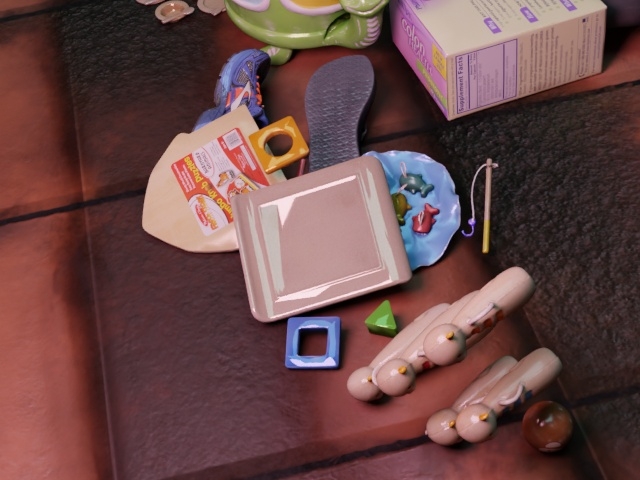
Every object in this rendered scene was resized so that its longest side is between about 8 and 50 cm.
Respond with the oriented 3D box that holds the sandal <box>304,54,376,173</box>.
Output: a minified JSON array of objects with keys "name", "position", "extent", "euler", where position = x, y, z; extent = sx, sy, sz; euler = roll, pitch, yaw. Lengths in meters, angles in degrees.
[{"name":"sandal","position":[0.024,-0.152,1.622],"extent":[0.097,0.054,0.254],"euler":[0,56,13]}]

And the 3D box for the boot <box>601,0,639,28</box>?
[{"name":"boot","position":[0.598,-0.338,1.627],"extent":[0.445,0.146,0.367],"euler":[4,31,6]}]

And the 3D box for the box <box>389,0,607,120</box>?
[{"name":"box","position":[0.249,-0.308,1.690],"extent":[0.243,0.117,0.213],"euler":[-18,46,-10]}]

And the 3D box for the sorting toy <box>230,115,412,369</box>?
[{"name":"sorting toy","position":[0.000,0.000,1.441],"extent":[0.196,0.047,0.347],"euler":[-15,62,4]}]

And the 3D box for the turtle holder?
[{"name":"turtle holder","position":[-0.031,-0.400,1.747],"extent":[0.243,0.227,0.320],"euler":[-8,44,0]}]

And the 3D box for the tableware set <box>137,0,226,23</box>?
[{"name":"tableware set","position":[-0.222,-0.403,1.926],"extent":[0.141,0.020,0.168],"euler":[-25,47,-16]}]

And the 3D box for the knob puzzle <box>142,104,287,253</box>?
[{"name":"knob puzzle","position":[-0.144,-0.061,1.543],"extent":[0.213,0.030,0.213],"euler":[-5,68,12]}]

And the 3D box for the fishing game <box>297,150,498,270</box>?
[{"name":"fishing game","position":[0.084,-0.041,1.481],"extent":[0.264,0.041,0.189],"euler":[4,61,14]}]

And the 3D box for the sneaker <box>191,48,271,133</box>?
[{"name":"sneaker","position":[-0.108,-0.179,1.654],"extent":[0.087,0.083,0.221],"euler":[13,57,11]}]

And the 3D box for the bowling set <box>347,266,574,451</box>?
[{"name":"bowling set","position":[0.159,0.159,1.204],"extent":[0.154,0.287,0.200],"euler":[-36,84,-17]}]
